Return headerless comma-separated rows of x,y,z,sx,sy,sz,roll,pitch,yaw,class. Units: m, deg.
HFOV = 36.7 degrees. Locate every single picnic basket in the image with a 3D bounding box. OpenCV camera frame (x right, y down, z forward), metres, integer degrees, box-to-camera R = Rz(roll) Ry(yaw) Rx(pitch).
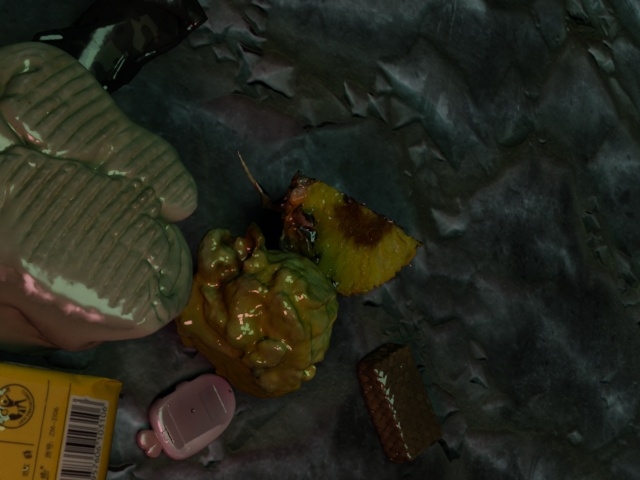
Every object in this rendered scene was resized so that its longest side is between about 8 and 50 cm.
0.135,0.271,1.607,0.110,0.055,0.193,-27,101,-37,picnic basket

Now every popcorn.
-0.086,0.093,1.355,0.192,0.233,0.266,-43,127,-43,popcorn

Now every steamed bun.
-0.332,-0.013,1.165,0.367,0.255,0.342,39,43,-13,steamed bun

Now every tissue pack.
-0.408,0.320,1.078,0.293,0.228,0.382,17,72,-36,tissue pack

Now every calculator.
-0.189,0.253,1.381,0.166,0.024,0.103,-32,103,-37,calculator

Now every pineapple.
-0.004,-0.002,1.488,0.334,0.158,0.161,24,92,-55,pineapple

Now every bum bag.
-0.300,-0.271,1.336,0.340,0.095,0.144,-49,115,-24,bum bag
